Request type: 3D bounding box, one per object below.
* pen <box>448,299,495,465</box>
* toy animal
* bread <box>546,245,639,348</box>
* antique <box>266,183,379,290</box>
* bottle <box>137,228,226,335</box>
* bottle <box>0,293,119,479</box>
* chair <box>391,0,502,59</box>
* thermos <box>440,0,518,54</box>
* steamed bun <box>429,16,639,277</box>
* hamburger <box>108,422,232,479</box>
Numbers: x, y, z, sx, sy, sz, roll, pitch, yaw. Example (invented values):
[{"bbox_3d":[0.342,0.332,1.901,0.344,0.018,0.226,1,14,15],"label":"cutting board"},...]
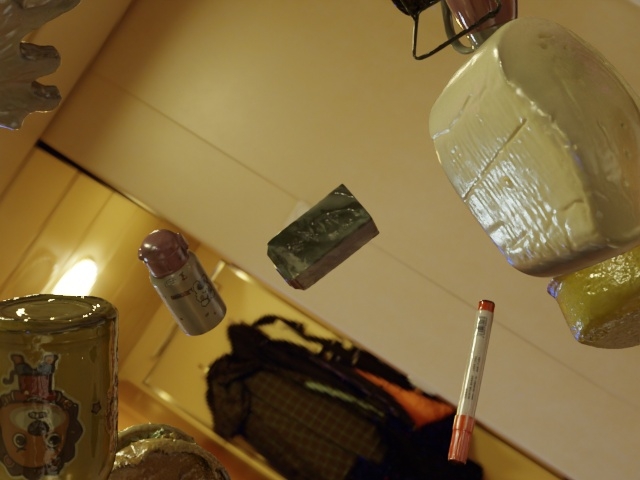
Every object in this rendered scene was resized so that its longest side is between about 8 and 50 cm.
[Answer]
[{"bbox_3d":[0.214,0.196,1.158,0.028,0.028,0.239,103,-177,-66],"label":"pen"},{"bbox_3d":[-0.453,-0.306,1.119,0.266,0.188,0.308,-46,-14,1],"label":"toy animal"},{"bbox_3d":[0.505,0.069,1.317,0.270,0.147,0.269,-13,-29,-7],"label":"bread"},{"bbox_3d":[0.000,0.000,1.422,0.183,0.088,0.086,-39,-23,-2],"label":"antique"},{"bbox_3d":[-0.285,0.080,1.687,0.110,0.110,0.233,-51,-49,-35],"label":"bottle"},{"bbox_3d":[-0.343,0.255,1.064,0.171,0.172,0.350,-29,-59,-73],"label":"bottle"},{"bbox_3d":[0.158,-0.401,1.207,0.145,0.140,0.221,-26,39,23],"label":"chair"},{"bbox_3d":[0.294,-0.460,1.554,0.146,0.264,0.176,-28,17,-33],"label":"thermos"},{"bbox_3d":[0.238,-0.095,0.839,0.155,0.250,0.200,-28,-10,-24],"label":"steamed bun"},{"bbox_3d":[-0.326,0.499,1.587,0.195,0.318,0.276,173,88,-69],"label":"hamburger"}]
